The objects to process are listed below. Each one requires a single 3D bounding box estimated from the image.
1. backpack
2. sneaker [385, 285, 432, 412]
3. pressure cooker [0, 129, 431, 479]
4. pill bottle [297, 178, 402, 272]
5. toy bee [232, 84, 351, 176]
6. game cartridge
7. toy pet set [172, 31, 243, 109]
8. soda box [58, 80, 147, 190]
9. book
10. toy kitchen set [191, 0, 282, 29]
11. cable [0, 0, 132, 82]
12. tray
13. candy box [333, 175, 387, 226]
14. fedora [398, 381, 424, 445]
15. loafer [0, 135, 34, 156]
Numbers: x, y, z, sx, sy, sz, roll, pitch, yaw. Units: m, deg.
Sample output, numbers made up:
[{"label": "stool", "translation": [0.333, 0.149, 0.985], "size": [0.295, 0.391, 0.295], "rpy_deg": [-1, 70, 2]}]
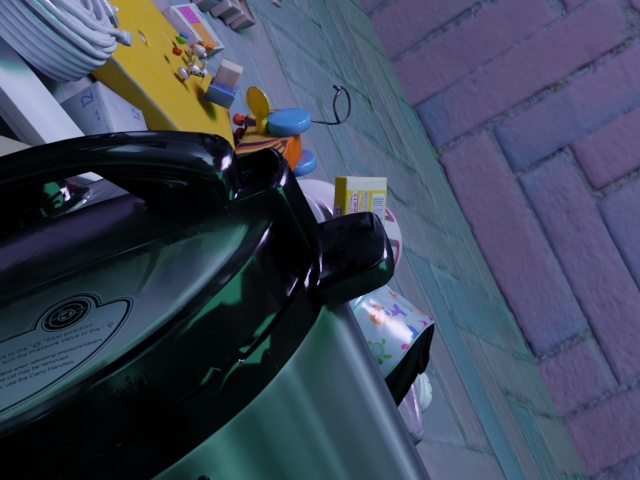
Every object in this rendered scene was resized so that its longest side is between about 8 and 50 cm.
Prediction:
[{"label": "backpack", "translation": [0.021, 0.163, 1.591], "size": [0.191, 0.253, 0.225], "rpy_deg": [42, 15, 9]}, {"label": "sneaker", "translation": [0.100, 0.166, 2.103], "size": [0.252, 0.103, 0.111], "rpy_deg": [65, 14, 18]}, {"label": "pressure cooker", "translation": [-0.139, 0.139, 0.848], "size": [0.370, 0.376, 0.420], "rpy_deg": [-40, 118, -33]}, {"label": "pill bottle", "translation": [0.000, 0.000, 1.947], "size": [0.176, 0.176, 0.318], "rpy_deg": [64, 16, 12]}, {"label": "toy bee", "translation": [-0.081, -0.153, 2.079], "size": [0.298, 0.162, 0.195], "rpy_deg": [-20, 113, -65]}, {"label": "game cartridge", "translation": [-0.231, -0.231, 1.884], "size": [0.323, 0.053, 0.285], "rpy_deg": [51, 18, -38]}, {"label": "toy pet set", "translation": [-0.176, -0.249, 1.933], "size": [0.114, 0.065, 0.122], "rpy_deg": [23, 19, -7]}, {"label": "soda box", "translation": [-0.225, -0.033, 1.457], "size": [0.098, 0.091, 0.286], "rpy_deg": [34, 30, -61]}, {"label": "book", "translation": [-0.213, -0.356, 2.184], "size": [0.096, 0.035, 0.144], "rpy_deg": [56, 15, -4]}, {"label": "toy kitchen set", "translation": [-0.147, -0.500, 2.390], "size": [0.122, 0.166, 0.207], "rpy_deg": [65, 16, 14]}, {"label": "cable", "translation": [-0.346, -0.304, 1.524], "size": [0.257, 0.089, 0.257], "rpy_deg": [51, 10, -7]}, {"label": "tray", "translation": [-0.317, -0.146, 1.372], "size": [0.270, 0.030, 0.145], "rpy_deg": [49, 9, 18]}, {"label": "candy box", "translation": [0.052, 0.012, 1.820], "size": [0.105, 0.027, 0.205], "rpy_deg": [-2, 97, -53]}, {"label": "fedora", "translation": [0.061, 0.225, 1.813], "size": [0.244, 0.124, 0.275], "rpy_deg": [22, 39, -60]}, {"label": "loafer", "translation": [-0.311, -0.064, 1.240], "size": [0.268, 0.092, 0.102], "rpy_deg": [50, 18, -32]}]
